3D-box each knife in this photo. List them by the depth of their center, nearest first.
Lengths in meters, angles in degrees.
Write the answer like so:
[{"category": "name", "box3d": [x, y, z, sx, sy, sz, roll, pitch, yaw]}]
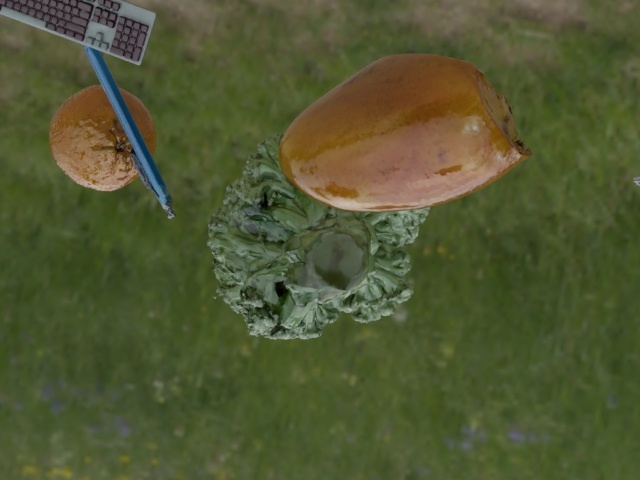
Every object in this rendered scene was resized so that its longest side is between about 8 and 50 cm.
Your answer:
[{"category": "knife", "box3d": [-0.228, -0.131, 1.800, 0.026, 0.044, 0.296, -21, 129, 2]}]

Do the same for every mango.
[{"category": "mango", "box3d": [0.066, -0.098, 1.411, 0.252, 0.153, 0.126, -7, 145, 33]}]

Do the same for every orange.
[{"category": "orange", "box3d": [-0.271, -0.130, 1.904, 0.136, 0.135, 0.117, 26, 159, -33]}]

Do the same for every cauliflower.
[{"category": "cauliflower", "box3d": [0.000, 0.000, 1.783, 0.272, 0.275, 0.250, 0, -162, -3]}]

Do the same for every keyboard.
[{"category": "keyboard", "box3d": [-0.232, -0.212, 1.361, 0.166, 0.055, 0.017, 20, -166, 2]}]

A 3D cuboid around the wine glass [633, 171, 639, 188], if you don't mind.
[{"category": "wine glass", "box3d": [0.533, -0.024, 2.080, 0.222, 0.103, 0.103, 54, 165, 12]}]
